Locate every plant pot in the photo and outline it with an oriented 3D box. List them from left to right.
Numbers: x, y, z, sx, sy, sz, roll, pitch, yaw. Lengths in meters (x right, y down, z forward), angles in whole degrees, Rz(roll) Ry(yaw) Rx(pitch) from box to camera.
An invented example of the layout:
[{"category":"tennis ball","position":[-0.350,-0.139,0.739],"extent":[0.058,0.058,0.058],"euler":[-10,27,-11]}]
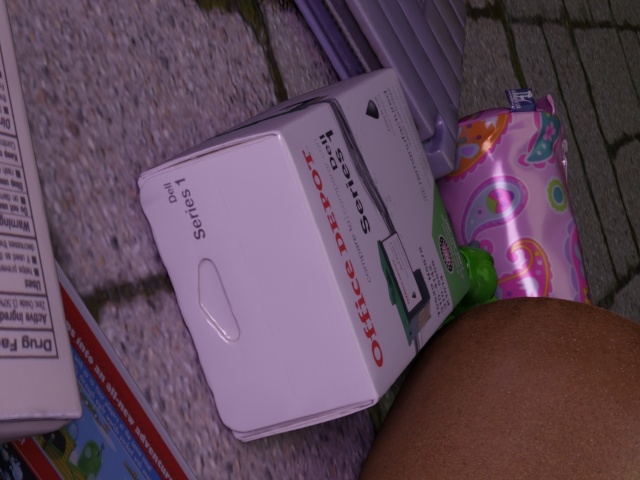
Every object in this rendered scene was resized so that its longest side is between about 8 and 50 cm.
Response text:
[{"category":"plant pot","position":[0.098,0.194,0.849],"extent":[0.254,0.237,0.237],"euler":[-42,115,-48]}]

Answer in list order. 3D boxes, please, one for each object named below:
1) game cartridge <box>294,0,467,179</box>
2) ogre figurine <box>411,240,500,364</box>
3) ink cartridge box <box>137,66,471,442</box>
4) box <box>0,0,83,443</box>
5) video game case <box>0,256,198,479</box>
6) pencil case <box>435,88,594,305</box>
[{"category":"game cartridge","position":[0.013,-0.239,1.121],"extent":[0.355,0.068,0.230],"euler":[57,24,-35]},{"category":"ogre figurine","position":[0.101,0.085,1.055],"extent":[0.118,0.097,0.197],"euler":[-31,93,-55]},{"category":"ink cartridge box","position":[0.000,0.000,0.877],"extent":[0.160,0.093,0.219],"euler":[69,22,-9]},{"category":"box","position":[-0.179,-0.042,0.447],"extent":[0.149,0.127,0.232],"euler":[11,66,-65]},{"category":"video game case","position":[-0.122,0.148,0.585],"extent":[0.204,0.025,0.285],"euler":[62,26,-26]},{"category":"pencil case","position":[0.169,0.027,1.213],"extent":[0.124,0.124,0.284],"euler":[1,75,-67]}]
